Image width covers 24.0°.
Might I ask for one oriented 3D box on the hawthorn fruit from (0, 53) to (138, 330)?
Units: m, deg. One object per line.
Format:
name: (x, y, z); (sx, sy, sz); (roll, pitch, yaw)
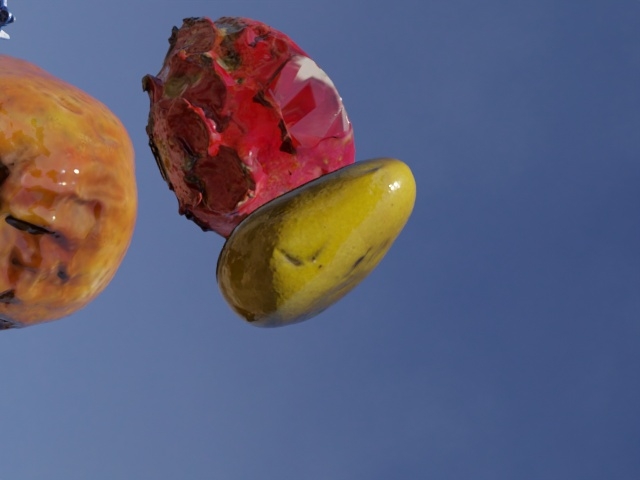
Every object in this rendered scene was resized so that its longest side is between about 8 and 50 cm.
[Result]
hawthorn fruit: (-0.495, -0.060, 2.272); (0.472, 0.471, 0.472); (15, -73, 63)

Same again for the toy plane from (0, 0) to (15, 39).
toy plane: (-0.357, -0.305, 1.653); (0.062, 0.054, 0.167); (-13, -98, 27)

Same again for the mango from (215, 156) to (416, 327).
mango: (0.000, 0.000, 1.285); (0.195, 0.137, 0.098); (-36, -109, 13)

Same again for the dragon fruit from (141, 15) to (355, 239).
dragon fruit: (-0.071, -0.119, 1.528); (0.189, 0.163, 0.262); (-32, -86, 26)
